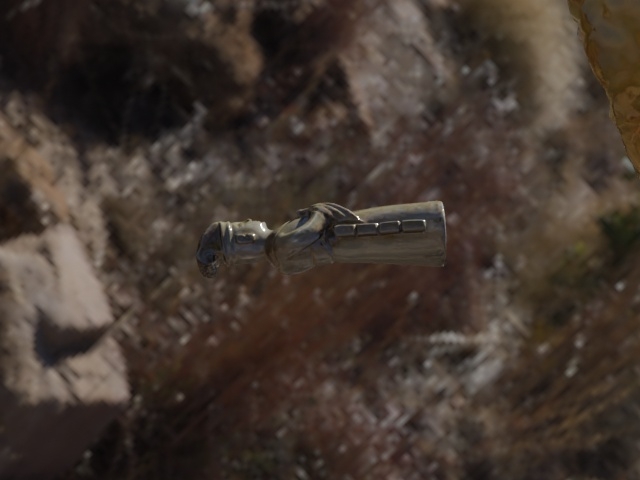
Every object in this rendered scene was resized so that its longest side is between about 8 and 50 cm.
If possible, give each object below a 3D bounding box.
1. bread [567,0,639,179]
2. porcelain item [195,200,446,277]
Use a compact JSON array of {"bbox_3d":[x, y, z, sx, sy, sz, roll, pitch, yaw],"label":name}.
[{"bbox_3d":[0.295,-0.116,0.694,0.236,0.375,0.165,45,33,-50],"label":"bread"},{"bbox_3d":[0.000,0.000,1.449,0.084,0.213,0.054,85,2,-66],"label":"porcelain item"}]
